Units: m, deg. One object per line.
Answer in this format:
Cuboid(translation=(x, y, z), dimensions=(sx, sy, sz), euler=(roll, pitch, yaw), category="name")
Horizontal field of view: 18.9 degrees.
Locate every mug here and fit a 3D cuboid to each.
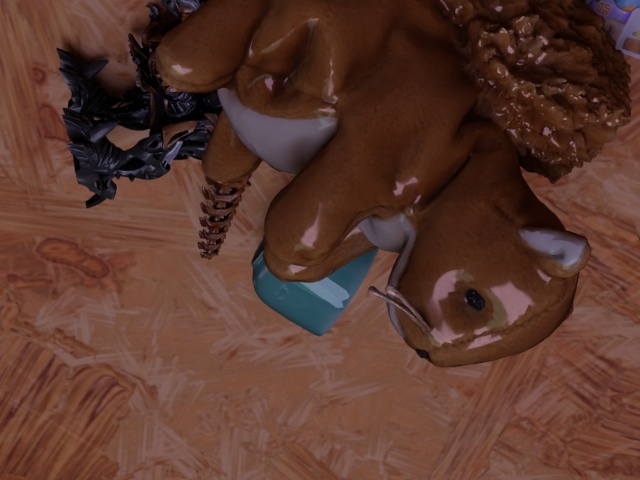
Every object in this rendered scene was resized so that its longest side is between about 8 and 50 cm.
Cuboid(translation=(-0.005, 0.007, 1.935), dimensions=(0.097, 0.158, 0.129), euler=(30, 147, -7), category="mug")

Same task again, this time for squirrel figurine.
Cuboid(translation=(0.116, -0.094, 1.671), dimensions=(0.370, 0.397, 0.281), euler=(44, 164, 18), category="squirrel figurine")

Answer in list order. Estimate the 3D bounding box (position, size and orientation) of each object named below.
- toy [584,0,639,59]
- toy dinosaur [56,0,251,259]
Cuboid(translation=(0.366, -0.196, 1.772), dimensions=(0.237, 0.056, 0.137), euler=(20, 127, -7), category="toy")
Cuboid(translation=(-0.134, -0.121, 1.845), dimensions=(0.218, 0.164, 0.322), euler=(-11, 103, -4), category="toy dinosaur")
